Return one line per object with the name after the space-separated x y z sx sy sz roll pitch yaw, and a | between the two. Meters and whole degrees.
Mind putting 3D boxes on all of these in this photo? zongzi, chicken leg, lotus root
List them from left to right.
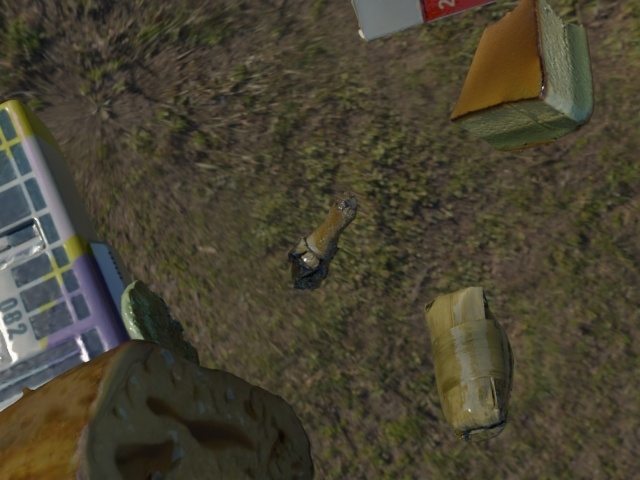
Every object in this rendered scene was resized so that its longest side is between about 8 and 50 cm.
-0.153 0.255 0.746 0.249 0.316 0.316 -23 103 16 | lotus root
-0.003 0.006 1.731 0.080 0.196 0.125 28 52 -4 | chicken leg
0.173 0.153 1.057 0.078 0.160 0.176 -15 143 20 | zongzi

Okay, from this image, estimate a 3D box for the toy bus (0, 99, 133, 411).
-0.390 0.058 1.352 0.249 0.209 0.440 -25 71 -5 | toy bus

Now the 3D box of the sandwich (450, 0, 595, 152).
0.287 -0.227 1.320 0.108 0.220 0.186 27 80 -19 | sandwich

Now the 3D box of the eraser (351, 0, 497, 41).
0.125 -0.272 0.834 0.230 0.038 0.157 -17 127 2 | eraser

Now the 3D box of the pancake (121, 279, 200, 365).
-0.149 0.099 0.966 0.022 0.116 0.130 -28 111 10 | pancake
